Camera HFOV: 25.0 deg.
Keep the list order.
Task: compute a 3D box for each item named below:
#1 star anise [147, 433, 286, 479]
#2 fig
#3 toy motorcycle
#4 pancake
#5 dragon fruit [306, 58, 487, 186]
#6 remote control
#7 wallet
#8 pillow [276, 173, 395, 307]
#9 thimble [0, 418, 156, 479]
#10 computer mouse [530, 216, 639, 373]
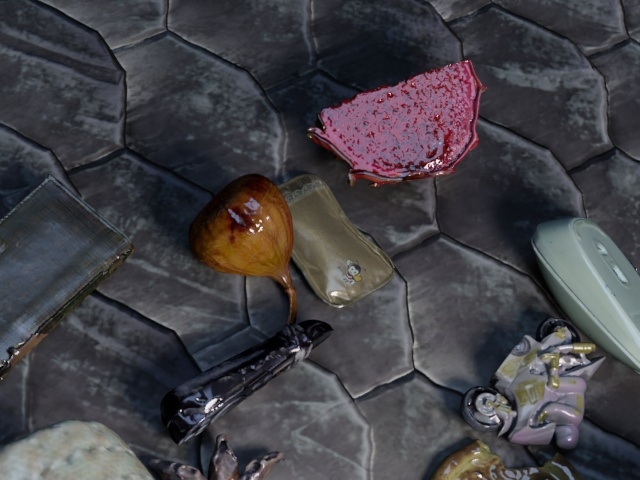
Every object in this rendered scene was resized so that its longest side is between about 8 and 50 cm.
[{"bbox_3d":[-0.141,0.329,1.787,0.172,0.063,0.208,12,56,0],"label":"star anise"},{"bbox_3d":[-0.075,0.011,1.980,0.201,0.146,0.134,45,39,-5],"label":"fig"},{"bbox_3d":[0.301,0.208,1.939,0.152,0.073,0.225,45,61,13],"label":"toy motorcycle"},{"bbox_3d":[0.246,0.357,1.858,0.235,0.029,0.212,5,58,-5],"label":"pancake"},{"bbox_3d":[0.121,-0.140,2.112,0.274,0.126,0.161,-20,72,-11],"label":"dragon fruit"},{"bbox_3d":[-0.097,0.170,1.882,0.266,0.090,0.066,-33,85,-27],"label":"remote control"},{"bbox_3d":[-0.409,0.060,1.928,0.169,0.044,0.317,38,60,10],"label":"wallet"},{"bbox_3d":[0.000,0.000,2.043,0.130,0.033,0.217,-28,66,-25],"label":"pillow"},{"bbox_3d":[-0.296,0.351,1.628,0.291,0.291,0.195,-26,64,-24],"label":"thimble"},{"bbox_3d":[0.394,0.090,2.010,0.159,0.097,0.288,-4,57,-59],"label":"computer mouse"}]
